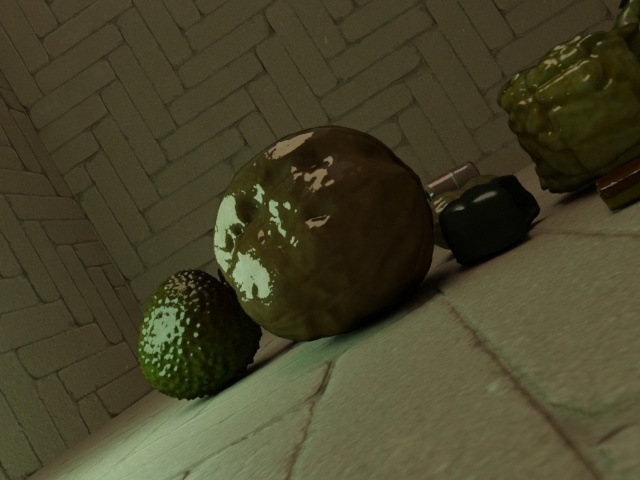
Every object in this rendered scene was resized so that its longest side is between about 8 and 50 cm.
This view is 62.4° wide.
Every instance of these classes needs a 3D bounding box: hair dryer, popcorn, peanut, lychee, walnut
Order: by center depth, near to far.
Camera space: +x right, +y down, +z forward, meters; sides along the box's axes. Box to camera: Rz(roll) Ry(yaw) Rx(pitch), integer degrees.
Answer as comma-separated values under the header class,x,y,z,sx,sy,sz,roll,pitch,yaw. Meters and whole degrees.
class,x,y,z,sx,sy,sz,roll,pitch,yaw
popcorn,0.436,-0.216,0.871,0.293,0.237,0.293,-35,1,0
walnut,0.010,-0.004,0.906,0.384,0.383,0.383,-31,-2,-1
peanut,0.317,-0.063,1.119,0.298,0.120,0.136,-26,0,-40
lychee,-0.261,0.190,1.169,0.270,0.270,0.319,-34,23,47
hair dryer,0.495,-0.145,1.960,0.189,0.106,0.344,-29,-28,4

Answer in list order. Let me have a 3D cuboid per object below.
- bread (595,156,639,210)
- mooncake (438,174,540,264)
class,x,y,z,sx,sy,sz,roll,pitch,yaw
bread,0.374,-0.075,0.613,0.094,0.035,0.090,-32,-2,29
mooncake,0.270,-0.038,0.830,0.169,0.104,0.175,-25,1,0
